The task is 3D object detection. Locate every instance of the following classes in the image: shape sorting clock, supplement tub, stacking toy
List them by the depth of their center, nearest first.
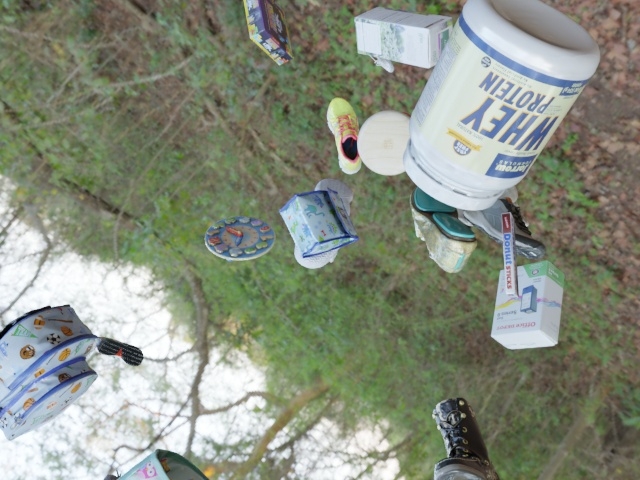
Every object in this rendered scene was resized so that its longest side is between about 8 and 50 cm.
[{"bbox_3d":[0.297,-0.237,1.124,0.235,0.235,0.325,37,132,16],"label":"supplement tub"},{"bbox_3d":[0.174,-0.250,1.535,0.141,0.141,0.330,39,-162,-2],"label":"stacking toy"},{"bbox_3d":[-0.234,-0.012,1.881,0.206,0.206,0.040,35,141,35],"label":"shape sorting clock"}]

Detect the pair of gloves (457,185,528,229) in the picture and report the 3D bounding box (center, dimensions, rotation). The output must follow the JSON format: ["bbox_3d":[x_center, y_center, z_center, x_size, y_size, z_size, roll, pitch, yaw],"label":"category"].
[{"bbox_3d":[0.422,-0.086,1.752,0.042,0.239,0.204,58,-162,-55],"label":"pair of gloves"}]

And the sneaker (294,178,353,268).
[{"bbox_3d":[0.000,0.000,1.812,0.137,0.366,0.210,16,129,2],"label":"sneaker"}]

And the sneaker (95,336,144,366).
[{"bbox_3d":[-0.576,0.307,1.828,0.075,0.057,0.161,16,167,45],"label":"sneaker"}]

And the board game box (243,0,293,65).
[{"bbox_3d":[-0.136,-0.562,1.663,0.141,0.048,0.171,30,-136,-58],"label":"board game box"}]

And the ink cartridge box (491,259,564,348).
[{"bbox_3d":[0.562,0.176,1.745,0.093,0.213,0.154,32,149,-30],"label":"ink cartridge box"}]

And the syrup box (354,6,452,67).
[{"bbox_3d":[0.200,-0.495,1.561,0.236,0.096,0.093,25,137,39],"label":"syrup box"}]

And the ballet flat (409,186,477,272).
[{"bbox_3d":[0.279,-0.030,1.545,0.123,0.123,0.349,42,-166,-22],"label":"ballet flat"}]

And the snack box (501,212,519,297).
[{"bbox_3d":[0.414,0.033,1.406,0.022,0.179,0.064,-6,164,24],"label":"snack box"}]

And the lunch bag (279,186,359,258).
[{"bbox_3d":[0.008,-0.043,1.438,0.096,0.151,0.129,-38,71,45],"label":"lunch bag"}]

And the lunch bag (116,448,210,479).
[{"bbox_3d":[-0.262,0.483,1.039,0.262,0.223,0.160,51,-179,-24],"label":"lunch bag"}]

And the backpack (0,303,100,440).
[{"bbox_3d":[-0.597,0.265,1.349,0.213,0.263,0.276,39,-169,4],"label":"backpack"}]

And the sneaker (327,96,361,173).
[{"bbox_3d":[0.073,-0.287,1.717,0.094,0.081,0.209,111,144,-86],"label":"sneaker"}]

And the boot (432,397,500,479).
[{"bbox_3d":[0.409,0.611,1.912,0.377,0.138,0.284,33,-148,-44],"label":"boot"}]

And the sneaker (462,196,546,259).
[{"bbox_3d":[0.452,-0.044,1.565,0.100,0.108,0.271,28,-167,-33],"label":"sneaker"}]

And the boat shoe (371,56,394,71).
[{"bbox_3d":[0.176,-0.535,1.919,0.100,0.035,0.035,48,162,-1],"label":"boat shoe"}]

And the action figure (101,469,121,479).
[{"bbox_3d":[-0.452,0.613,1.318,0.185,0.285,0.099,-23,137,30],"label":"action figure"}]
